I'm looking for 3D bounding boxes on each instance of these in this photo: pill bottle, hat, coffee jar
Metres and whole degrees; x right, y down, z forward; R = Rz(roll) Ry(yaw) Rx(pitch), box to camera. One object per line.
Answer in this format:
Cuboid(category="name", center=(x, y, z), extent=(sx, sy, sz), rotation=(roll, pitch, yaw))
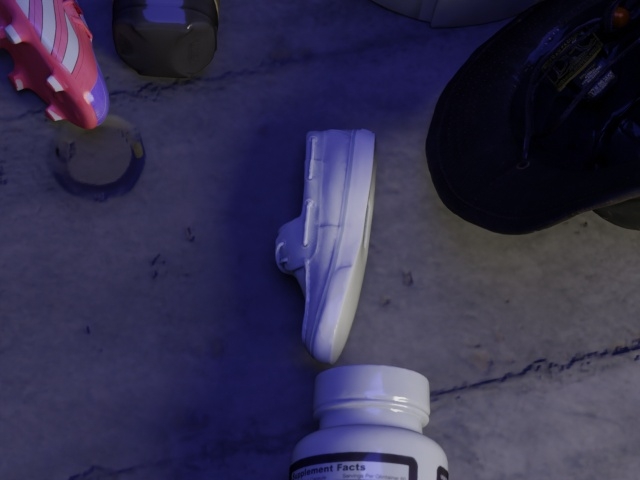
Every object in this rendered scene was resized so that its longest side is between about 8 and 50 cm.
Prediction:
Cuboid(category="pill bottle", center=(0.031, 0.186, 1.231), extent=(0.108, 0.108, 0.194), rotation=(4, 68, -4))
Cuboid(category="hat", center=(0.235, -0.081, 1.309), extent=(0.331, 0.331, 0.134), rotation=(-50, 119, -20))
Cuboid(category="coffee jar", center=(-0.111, -0.217, 1.378), extent=(0.079, 0.096, 0.184), rotation=(2, 68, -2))

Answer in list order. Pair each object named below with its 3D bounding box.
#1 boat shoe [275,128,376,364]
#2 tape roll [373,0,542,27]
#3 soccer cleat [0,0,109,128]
Cuboid(category="boat shoe", center=(0.000, 0.000, 1.325), extent=(0.063, 0.066, 0.184), rotation=(6, 69, 8))
Cuboid(category="tape roll", center=(0.109, -0.308, 1.396), extent=(0.246, 0.169, 0.246), rotation=(2, 68, -5))
Cuboid(category="soccer cleat", center=(-0.217, -0.192, 1.369), extent=(0.095, 0.083, 0.248), rotation=(-33, 73, -21))
